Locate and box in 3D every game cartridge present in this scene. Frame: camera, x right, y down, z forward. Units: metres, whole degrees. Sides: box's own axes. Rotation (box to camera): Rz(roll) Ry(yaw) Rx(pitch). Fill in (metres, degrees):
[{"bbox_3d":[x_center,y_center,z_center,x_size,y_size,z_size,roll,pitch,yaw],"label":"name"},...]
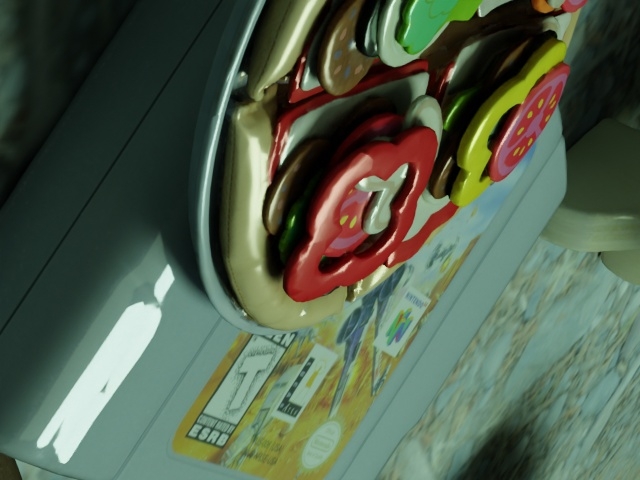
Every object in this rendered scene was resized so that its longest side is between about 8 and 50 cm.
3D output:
[{"bbox_3d":[0.000,0.000,0.615,0.198,0.062,0.297,-53,157,1],"label":"game cartridge"}]

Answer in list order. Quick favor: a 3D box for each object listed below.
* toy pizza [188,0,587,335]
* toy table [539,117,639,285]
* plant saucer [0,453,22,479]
[{"bbox_3d":[0.037,-0.056,0.510,0.201,0.032,0.201,-44,153,-29],"label":"toy pizza"},{"bbox_3d":[0.231,-0.042,0.884,0.274,0.161,0.252,-32,146,-47],"label":"toy table"},{"bbox_3d":[-0.140,0.128,0.528,0.168,0.029,0.168,-45,154,-29],"label":"plant saucer"}]
